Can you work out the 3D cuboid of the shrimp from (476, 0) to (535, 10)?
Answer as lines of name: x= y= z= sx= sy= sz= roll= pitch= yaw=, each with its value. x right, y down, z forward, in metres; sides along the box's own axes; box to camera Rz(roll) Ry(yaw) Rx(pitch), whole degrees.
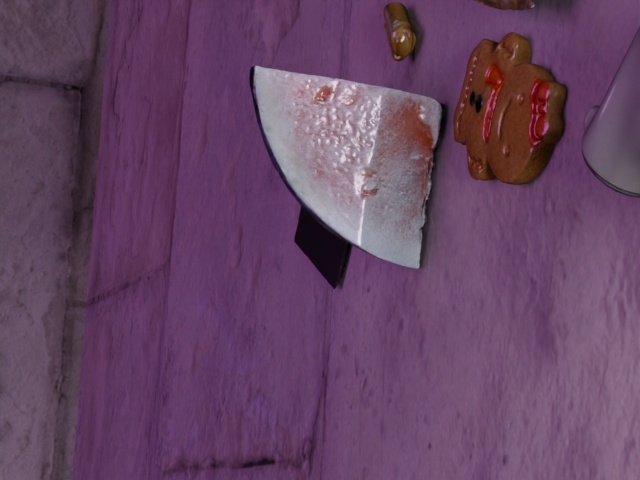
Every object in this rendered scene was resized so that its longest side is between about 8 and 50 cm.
shrimp: x=0.208 y=-0.326 z=1.822 sx=0.317 sy=0.077 sz=0.168 roll=-135 pitch=58 yaw=-69

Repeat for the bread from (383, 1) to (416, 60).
bread: x=0.098 y=-0.262 z=2.151 sx=0.088 sy=0.033 sz=0.049 roll=-102 pitch=13 yaw=-50

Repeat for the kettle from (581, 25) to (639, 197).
kettle: x=0.303 y=-0.109 z=1.487 sx=0.098 sy=0.126 sz=0.148 roll=-57 pitch=-6 yaw=-46

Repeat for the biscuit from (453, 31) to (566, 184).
biscuit: x=0.196 y=-0.135 z=1.844 sx=0.225 sy=0.036 sz=0.166 roll=-126 pitch=48 yaw=-61

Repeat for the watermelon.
watermelon: x=0.037 y=-0.143 z=2.064 sx=0.213 sy=0.289 sz=0.320 roll=-32 pitch=32 yaw=27

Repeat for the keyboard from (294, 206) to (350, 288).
keyboard: x=0.002 y=0.000 z=2.356 sx=0.196 sy=0.015 sz=0.074 roll=-132 pitch=48 yaw=-65
